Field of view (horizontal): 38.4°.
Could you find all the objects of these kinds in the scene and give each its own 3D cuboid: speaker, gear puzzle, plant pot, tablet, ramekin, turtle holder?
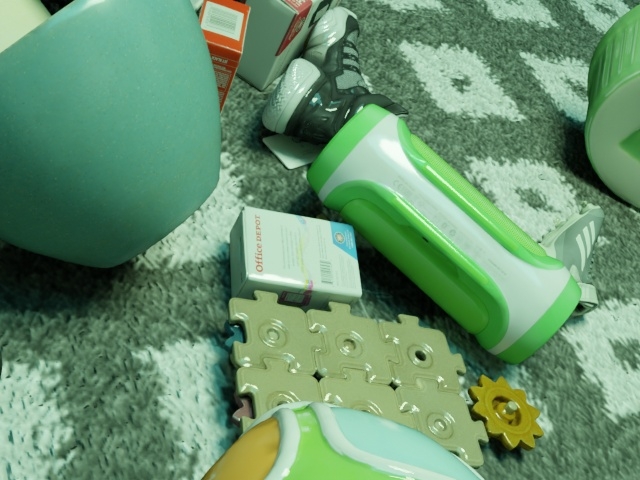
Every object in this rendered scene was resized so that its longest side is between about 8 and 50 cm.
[{"bbox_3d":[0.128,-0.008,0.971,0.296,0.131,0.131,42,42,3],"label":"speaker"},{"bbox_3d":[0.067,0.146,0.874,0.338,0.044,0.175,11,43,-24],"label":"gear puzzle"},{"bbox_3d":[-0.200,-0.092,0.812,0.195,0.290,0.290,54,38,-18],"label":"plant pot"},{"bbox_3d":[-0.024,-0.113,1.100,0.083,0.006,0.054,-22,62,-42],"label":"tablet"},{"bbox_3d":[0.507,-0.171,1.246,0.303,0.303,0.148,28,49,-1],"label":"ramekin"},{"bbox_3d":[0.049,0.232,0.629,0.320,0.243,0.227,2,31,-16],"label":"turtle holder"}]

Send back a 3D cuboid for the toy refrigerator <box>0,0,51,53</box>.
[{"bbox_3d":[-0.380,-0.167,0.863,0.094,0.102,0.269,54,38,-16],"label":"toy refrigerator"}]

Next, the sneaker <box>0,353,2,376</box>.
[{"bbox_3d":[-0.337,0.123,0.650,0.097,0.084,0.234,28,34,20],"label":"sneaker"}]

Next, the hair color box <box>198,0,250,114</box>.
[{"bbox_3d":[-0.124,-0.163,0.970,0.053,0.167,0.093,17,43,-13],"label":"hair color box"}]

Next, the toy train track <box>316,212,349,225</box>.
[{"bbox_3d":[0.000,0.000,0.998,0.083,0.014,0.048,-32,76,-39],"label":"toy train track"}]

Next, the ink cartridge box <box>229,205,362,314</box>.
[{"bbox_3d":[-0.028,0.023,0.923,0.122,0.052,0.089,11,52,-22],"label":"ink cartridge box"}]

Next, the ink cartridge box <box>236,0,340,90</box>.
[{"bbox_3d":[-0.041,-0.290,1.172,0.072,0.127,0.175,35,42,4],"label":"ink cartridge box"}]

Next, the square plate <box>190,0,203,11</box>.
[{"bbox_3d":[-0.274,-0.356,1.042,0.347,0.049,0.344,29,26,-6],"label":"square plate"}]

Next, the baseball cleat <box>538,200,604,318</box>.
[{"bbox_3d":[0.304,0.031,1.111,0.206,0.072,0.109,-32,83,-40],"label":"baseball cleat"}]

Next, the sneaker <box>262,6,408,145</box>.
[{"bbox_3d":[0.034,-0.185,1.137,0.153,0.101,0.269,31,40,-5],"label":"sneaker"}]
